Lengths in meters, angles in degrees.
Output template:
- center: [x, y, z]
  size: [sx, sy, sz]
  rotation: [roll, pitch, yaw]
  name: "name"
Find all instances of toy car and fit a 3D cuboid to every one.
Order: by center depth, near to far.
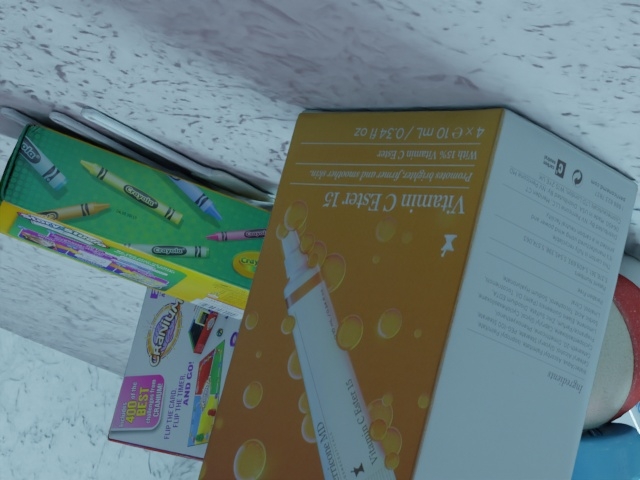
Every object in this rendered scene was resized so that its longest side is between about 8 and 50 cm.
- center: [0.236, 0.069, 1.475]
  size: [0.238, 0.219, 0.210]
  rotation: [-14, -170, -40]
  name: "toy car"

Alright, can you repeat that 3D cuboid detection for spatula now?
- center: [-0.176, -0.074, 1.639]
  size: [0.168, 0.019, 0.242]
  rotation: [6, 166, 43]
  name: "spatula"

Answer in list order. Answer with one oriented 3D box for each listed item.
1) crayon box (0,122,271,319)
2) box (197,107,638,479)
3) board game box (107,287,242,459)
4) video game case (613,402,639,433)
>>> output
- center: [-0.171, -0.013, 1.672]
  size: [0.279, 0.081, 0.165]
  rotation: [21, 166, -12]
  name: "crayon box"
- center: [0.066, 0.091, 1.277]
  size: [0.215, 0.345, 0.168]
  rotation: [3, 164, 46]
  name: "box"
- center: [-0.108, 0.153, 2.120]
  size: [0.317, 0.242, 0.064]
  rotation: [5, 168, 44]
  name: "board game box"
- center: [0.213, 0.160, 2.008]
  size: [0.329, 0.036, 0.300]
  rotation: [8, 148, 34]
  name: "video game case"
